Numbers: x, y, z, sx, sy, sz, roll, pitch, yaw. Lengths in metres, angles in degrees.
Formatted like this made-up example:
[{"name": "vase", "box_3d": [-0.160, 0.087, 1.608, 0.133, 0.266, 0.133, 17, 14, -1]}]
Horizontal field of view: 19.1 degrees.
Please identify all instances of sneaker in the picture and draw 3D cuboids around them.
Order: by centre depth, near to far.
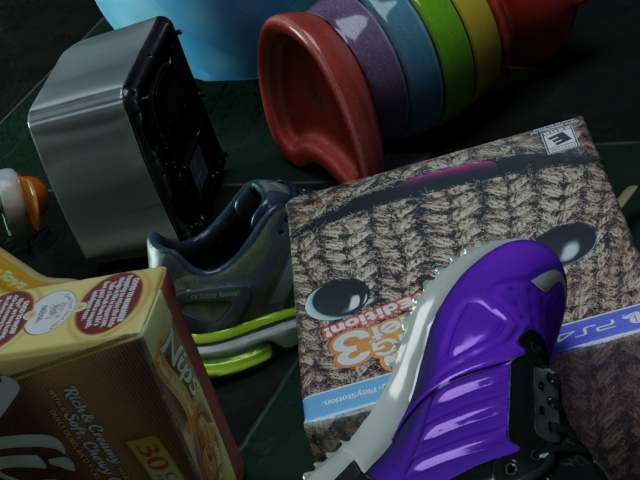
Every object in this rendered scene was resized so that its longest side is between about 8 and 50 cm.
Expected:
[{"name": "sneaker", "box_3d": [0.098, 0.115, 1.016, 0.146, 0.102, 0.293, 7, 44, 31]}, {"name": "sneaker", "box_3d": [0.000, 0.000, 1.490, 0.300, 0.121, 0.111, -26, 30, -13]}]

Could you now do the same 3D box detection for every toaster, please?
[{"name": "toaster", "box_3d": [-0.165, -0.081, 1.680, 0.110, 0.168, 0.185, -13, 29, 16]}]

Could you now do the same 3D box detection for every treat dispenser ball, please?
[{"name": "treat dispenser ball", "box_3d": [-0.095, -0.301, 1.881, 0.288, 0.288, 0.288, -14, 30, 8]}]

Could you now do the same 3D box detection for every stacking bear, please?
[{"name": "stacking bear", "box_3d": [0.104, -0.180, 1.711, 0.289, 0.164, 0.175, -26, 30, -21]}]

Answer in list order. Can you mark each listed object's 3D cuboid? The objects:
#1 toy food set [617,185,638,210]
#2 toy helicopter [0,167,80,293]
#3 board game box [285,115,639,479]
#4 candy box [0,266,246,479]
[{"name": "toy food set", "box_3d": [0.192, -0.018, 1.519, 0.122, 0.019, 0.078, -2, 32, 41]}, {"name": "toy helicopter", "box_3d": [-0.304, 0.014, 1.677, 0.235, 0.140, 0.355, -29, 41, -36]}, {"name": "board game box", "box_3d": [0.109, 0.067, 1.295, 0.232, 0.141, 0.291, -16, 29, 5]}, {"name": "candy box", "box_3d": [-0.231, 0.136, 1.331, 0.316, 0.183, 0.087, -9, 31, 17]}]
